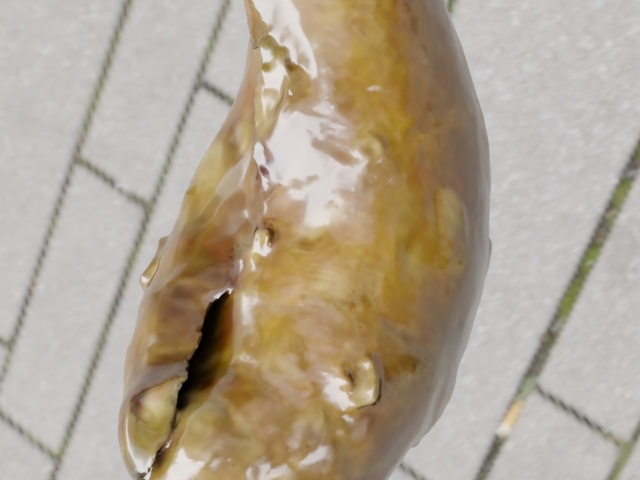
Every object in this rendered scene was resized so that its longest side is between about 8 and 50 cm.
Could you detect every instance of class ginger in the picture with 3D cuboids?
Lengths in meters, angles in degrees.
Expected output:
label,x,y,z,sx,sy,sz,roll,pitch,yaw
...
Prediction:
label,x,y,z,sx,sy,sz,roll,pitch,yaw
ginger,0.000,0.000,0.960,0.165,0.172,0.321,2,75,37
